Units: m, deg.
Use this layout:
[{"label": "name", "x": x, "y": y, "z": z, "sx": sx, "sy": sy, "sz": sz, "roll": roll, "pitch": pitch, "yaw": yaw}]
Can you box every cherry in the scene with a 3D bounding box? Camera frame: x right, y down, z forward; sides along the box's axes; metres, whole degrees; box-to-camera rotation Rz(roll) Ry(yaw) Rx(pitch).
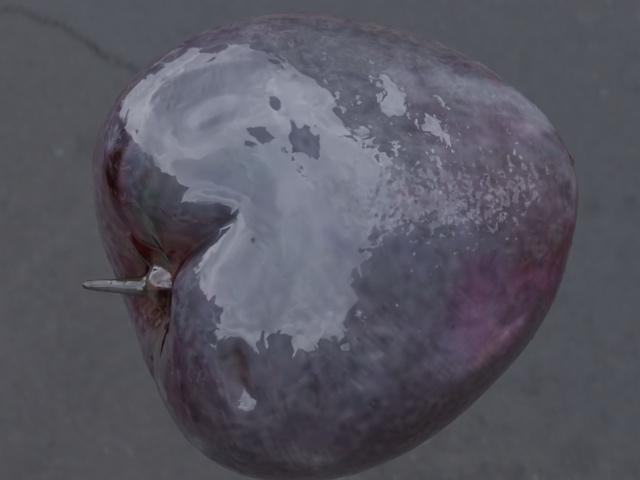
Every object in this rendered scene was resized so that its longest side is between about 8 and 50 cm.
[{"label": "cherry", "x": 0.000, "y": -0.004, "z": 0.668, "sx": 0.176, "sy": 0.140, "sz": 0.176, "roll": 4, "pitch": 68, "yaw": -10}]
